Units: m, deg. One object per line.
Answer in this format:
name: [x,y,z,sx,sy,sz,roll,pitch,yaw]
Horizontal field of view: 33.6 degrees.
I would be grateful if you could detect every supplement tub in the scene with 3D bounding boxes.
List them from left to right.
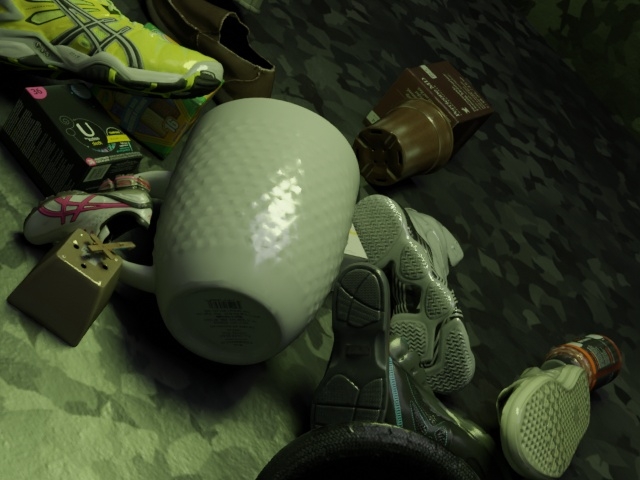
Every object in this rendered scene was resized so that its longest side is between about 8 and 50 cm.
supplement tub: [0.493,0.244,2.032,0.198,0.106,0.106,-8,56,-52]

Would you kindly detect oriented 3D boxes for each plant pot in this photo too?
plant pot: [-0.323,0.051,1.391,0.109,0.096,0.109,37,32,-8]
plant pot: [0.160,-0.191,2.170,0.167,0.167,0.165,48,40,10]

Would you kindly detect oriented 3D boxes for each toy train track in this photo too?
toy train track: [-0.275,0.012,1.387,0.048,0.014,0.083,46,25,20]

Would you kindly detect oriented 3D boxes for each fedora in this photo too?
fedora: [0.053,0.359,1.320,0.334,0.334,0.152,34,2,-13]

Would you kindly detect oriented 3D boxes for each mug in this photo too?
mug: [-0.149,-0.006,1.529,0.374,0.276,0.328,9,46,4]

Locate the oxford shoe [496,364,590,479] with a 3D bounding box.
oxford shoe: [0.345,0.290,1.735,0.449,0.130,0.169,-6,94,-67]

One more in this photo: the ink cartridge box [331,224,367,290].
ink cartridge box: [0.000,0.000,1.810,0.090,0.092,0.143,12,40,-37]

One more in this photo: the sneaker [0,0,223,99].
sneaker: [-0.332,-0.310,1.622,0.385,0.147,0.145,13,-2,4]

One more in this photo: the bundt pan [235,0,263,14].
bundt pan: [-0.226,-0.612,2.185,0.331,0.124,0.331,35,10,-7]

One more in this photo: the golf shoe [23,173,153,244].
golf shoe: [-0.317,-0.026,1.433,0.067,0.186,0.086,60,14,-55]

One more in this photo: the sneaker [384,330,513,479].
sneaker: [0.150,0.301,1.613,0.341,0.125,0.140,47,59,4]

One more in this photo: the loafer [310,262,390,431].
loafer: [0.058,0.183,1.517,0.109,0.302,0.095,8,0,19]

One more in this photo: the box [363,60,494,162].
box: [0.240,-0.273,2.333,0.168,0.167,0.203,49,32,12]

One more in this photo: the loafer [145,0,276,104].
loafer: [-0.197,-0.399,2.048,0.366,0.130,0.134,50,33,15]

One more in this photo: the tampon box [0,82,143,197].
tampon box: [-0.369,-0.141,1.571,0.161,0.101,0.120,49,31,13]

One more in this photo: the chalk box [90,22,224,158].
chalk box: [-0.295,-0.268,1.780,0.213,0.132,0.132,37,31,-7]

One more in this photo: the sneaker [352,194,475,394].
sneaker: [0.193,0.087,1.862,0.210,0.137,0.366,0,62,-60]
